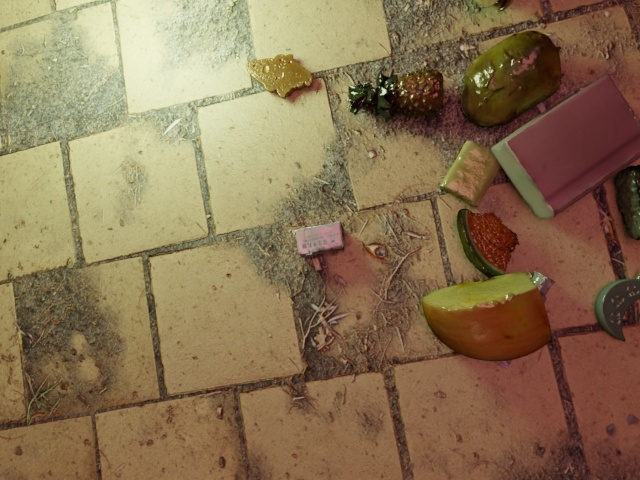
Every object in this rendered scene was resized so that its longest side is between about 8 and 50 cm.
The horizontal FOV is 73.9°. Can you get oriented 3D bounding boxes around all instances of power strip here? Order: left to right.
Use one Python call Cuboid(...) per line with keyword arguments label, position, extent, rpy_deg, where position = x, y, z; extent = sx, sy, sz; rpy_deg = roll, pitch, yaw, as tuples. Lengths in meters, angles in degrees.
Cuboid(label="power strip", position=(0.903, 0.179, 1.254), extent=(0.137, 0.044, 0.216), rpy_deg=(40, 90, 11))

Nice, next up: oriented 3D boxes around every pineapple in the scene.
Cuboid(label="pineapple", position=(0.239, -0.480, 1.382), extent=(0.310, 0.141, 0.170), rpy_deg=(0, 88, 15))

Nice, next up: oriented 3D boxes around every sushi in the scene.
Cuboid(label="sushi", position=(0.960, -0.113, 1.242), extent=(0.127, 0.124, 0.224), rpy_deg=(-8, 76, 6))

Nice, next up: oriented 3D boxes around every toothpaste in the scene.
Cuboid(label="toothpaste", position=(0.593, 0.234, 1.281), extent=(0.114, 0.073, 0.299), rpy_deg=(32, 97, 9))

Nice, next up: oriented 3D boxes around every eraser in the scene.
Cuboid(label="eraser", position=(0.744, -0.275, 1.268), extent=(0.359, 0.122, 0.272), rpy_deg=(-36, 90, -1))

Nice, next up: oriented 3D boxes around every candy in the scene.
Cuboid(label="candy", position=(0.000, 0.000, 1.379), extent=(0.160, 0.073, 0.092), rpy_deg=(-11, 77, 7))

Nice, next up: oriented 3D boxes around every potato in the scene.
Cuboid(label="potato", position=(0.582, -0.505, 1.306), extent=(0.300, 0.196, 0.246), rpy_deg=(-33, 79, 4))

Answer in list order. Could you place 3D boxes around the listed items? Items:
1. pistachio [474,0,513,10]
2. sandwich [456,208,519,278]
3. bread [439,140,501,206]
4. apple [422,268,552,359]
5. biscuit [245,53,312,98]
Cuboid(label="pistachio", position=(0.555, -0.895, 1.355), extent=(0.194, 0.214, 0.317), rpy_deg=(-6, 86, -31))
Cuboid(label="sandwich", position=(0.503, 0.000, 1.317), extent=(0.159, 0.079, 0.235), rpy_deg=(-42, 83, -9))
Cuboid(label="bread", position=(0.479, -0.211, 1.347), extent=(0.140, 0.060, 0.178), rpy_deg=(32, 88, 9))
Cuboid(label="apple", position=(0.458, 0.214, 1.203), extent=(0.309, 0.314, 0.252), rpy_deg=(-19, 47, 16))
Cuboid(label="biscuit", position=(-0.145, -0.580, 1.487), extent=(0.250, 0.035, 0.162), rpy_deg=(18, 81, 8))
